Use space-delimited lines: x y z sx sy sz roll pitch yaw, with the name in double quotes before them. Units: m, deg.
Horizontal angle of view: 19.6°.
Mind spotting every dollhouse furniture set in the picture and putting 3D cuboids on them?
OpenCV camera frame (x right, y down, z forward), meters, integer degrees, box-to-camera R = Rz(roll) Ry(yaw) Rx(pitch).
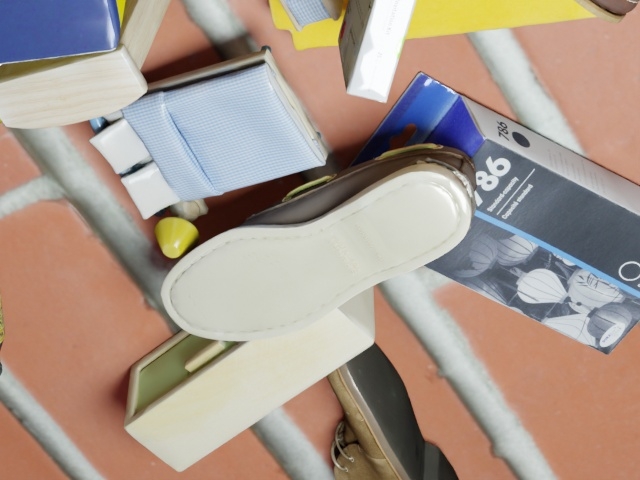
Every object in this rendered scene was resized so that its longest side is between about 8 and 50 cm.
"dollhouse furniture set" -0.096 -0.103 1.629 0.286 0.198 0.303 -12 128 24

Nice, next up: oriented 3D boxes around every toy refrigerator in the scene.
"toy refrigerator" -0.076 0.114 1.886 0.269 0.102 0.094 -34 120 24

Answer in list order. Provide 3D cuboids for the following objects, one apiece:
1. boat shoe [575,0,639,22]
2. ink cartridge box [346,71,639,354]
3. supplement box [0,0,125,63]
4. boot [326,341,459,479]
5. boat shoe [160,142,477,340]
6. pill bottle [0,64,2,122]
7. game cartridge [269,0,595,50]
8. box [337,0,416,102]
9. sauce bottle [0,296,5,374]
"boat shoe" 0.202 -0.265 1.557 0.207 0.073 0.073 35 122 -24
"ink cartridge box" 0.193 -0.020 1.810 0.332 0.065 0.165 25 124 -17
"supplement box" -0.250 -0.303 1.410 0.195 0.356 0.194 -6 126 5
"boot" 0.050 0.217 1.969 0.115 0.112 0.305 -11 129 21
"boat shoe" 0.000 0.000 1.745 0.324 0.097 0.116 -24 108 23
"pill bottle" -0.348 -0.132 1.690 0.117 0.117 0.208 36 120 -24
"game cartridge" 0.100 -0.309 1.604 0.323 0.053 0.285 -5 127 7
"box" 0.057 -0.224 1.521 0.038 0.145 0.186 14 111 -9
"sauce bottle" -0.345 0.087 1.905 0.042 0.042 0.128 0 129 0
